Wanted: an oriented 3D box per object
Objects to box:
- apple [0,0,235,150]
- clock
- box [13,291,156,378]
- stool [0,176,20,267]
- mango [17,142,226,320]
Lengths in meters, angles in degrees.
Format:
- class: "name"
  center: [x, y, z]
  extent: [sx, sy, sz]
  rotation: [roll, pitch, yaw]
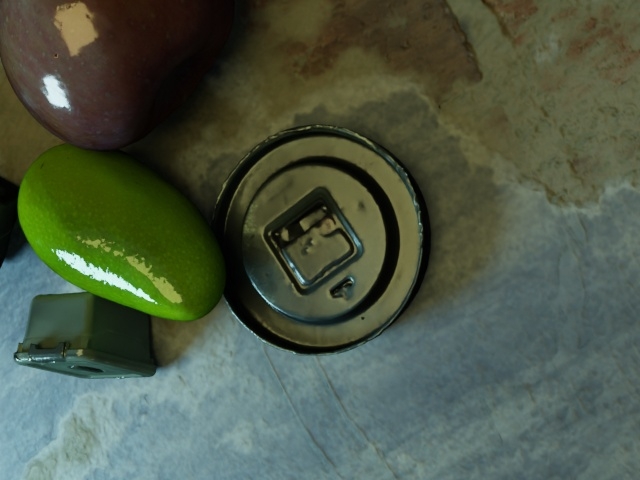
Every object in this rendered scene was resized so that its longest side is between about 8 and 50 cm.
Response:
- class: "apple"
  center: [-0.249, -0.262, 1.174]
  extent: [0.235, 0.306, 0.306]
  rotation: [38, 104, 1]
- class: "clock"
  center: [0.000, 0.000, 1.203]
  extent: [0.280, 0.055, 0.281]
  rotation: [0, 91, 21]
- class: "box"
  center: [-0.296, 0.122, 1.270]
  extent: [0.124, 0.172, 0.093]
  rotation: [-5, 73, 21]
- class: "stool"
  center: [-0.523, -0.039, 1.327]
  extent: [0.232, 0.232, 0.141]
  rotation: [27, 102, 19]
- class: "mango"
  center: [-0.241, -0.008, 1.204]
  extent: [0.343, 0.192, 0.156]
  rotation: [34, 128, 36]
